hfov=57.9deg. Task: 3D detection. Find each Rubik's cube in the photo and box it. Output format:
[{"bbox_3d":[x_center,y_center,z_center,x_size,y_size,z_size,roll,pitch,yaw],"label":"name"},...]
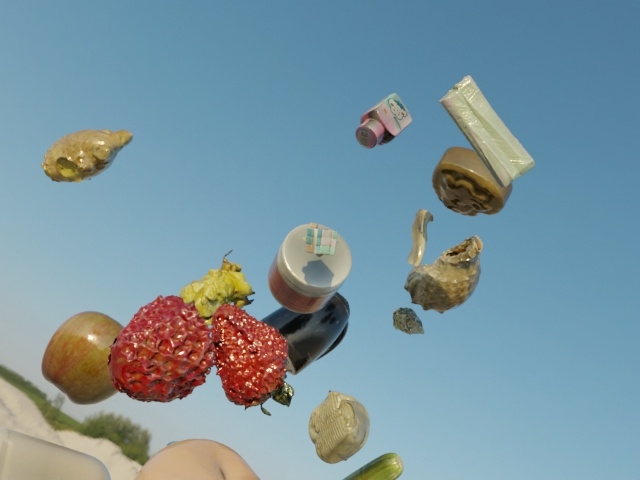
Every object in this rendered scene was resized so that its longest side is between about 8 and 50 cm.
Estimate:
[{"bbox_3d":[-0.002,0.002,1.413,0.084,0.075,0.073,25,-9,-36],"label":"Rubik's cube"}]

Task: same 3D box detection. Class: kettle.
[{"bbox_3d":[-0.026,0.296,1.914,0.207,0.290,0.269,35,-30,42],"label":"kettle"}]

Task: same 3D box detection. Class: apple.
[{"bbox_3d":[-0.650,0.334,1.639,0.256,0.234,0.257,29,-32,21],"label":"apple"}]

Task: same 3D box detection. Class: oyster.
[{"bbox_3d":[0.268,0.249,1.768,0.037,0.100,0.098,-20,-97,60],"label":"oyster"}]

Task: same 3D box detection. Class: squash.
[{"bbox_3d":[0.090,0.551,1.302,0.229,0.066,0.066,-39,-66,17],"label":"squash"}]

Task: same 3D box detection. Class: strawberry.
[{"bbox_3d":[-0.348,0.222,1.154,0.233,0.234,0.178,18,7,27],"label":"strawberry"},{"bbox_3d":[-0.173,0.268,1.317,0.286,0.188,0.106,50,5,18],"label":"strawberry"}]

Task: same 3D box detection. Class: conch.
[{"bbox_3d":[0.369,0.109,1.633,0.291,0.210,0.159,-36,-100,43],"label":"conch"}]

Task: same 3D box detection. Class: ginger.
[{"bbox_3d":[-0.520,-0.187,1.259,0.216,0.157,0.102,-13,-55,20],"label":"ginger"}]

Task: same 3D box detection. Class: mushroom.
[{"bbox_3d":[0.327,-0.004,1.910,0.054,0.202,0.059,26,-23,-33],"label":"mushroom"}]

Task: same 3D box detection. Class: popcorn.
[{"bbox_3d":[-0.277,0.138,1.533,0.174,0.195,0.168,56,-12,20],"label":"popcorn"}]

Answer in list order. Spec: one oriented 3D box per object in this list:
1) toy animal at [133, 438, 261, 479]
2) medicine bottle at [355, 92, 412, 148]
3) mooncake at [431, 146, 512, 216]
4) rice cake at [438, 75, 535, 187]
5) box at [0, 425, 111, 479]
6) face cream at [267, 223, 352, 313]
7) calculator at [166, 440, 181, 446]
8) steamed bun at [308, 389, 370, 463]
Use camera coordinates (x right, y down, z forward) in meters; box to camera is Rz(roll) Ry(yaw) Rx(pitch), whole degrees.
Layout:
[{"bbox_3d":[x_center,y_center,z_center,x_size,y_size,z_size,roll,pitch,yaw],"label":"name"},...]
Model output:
[{"bbox_3d":[-0.198,0.416,0.720,0.269,0.327,0.237,-15,-37,41],"label":"toy animal"},{"bbox_3d":[0.193,-0.367,1.823,0.094,0.188,0.119,-18,-69,51],"label":"medicine bottle"},{"bbox_3d":[0.431,-0.167,1.703,0.234,0.117,0.235,31,-19,12],"label":"mooncake"},{"bbox_3d":[0.319,-0.211,1.127,0.222,0.080,0.042,55,-1,3],"label":"rice cake"},{"bbox_3d":[-0.580,0.521,1.146,0.349,0.141,0.289,34,14,-31],"label":"box"},{"bbox_3d":[-0.034,0.082,1.618,0.201,0.201,0.187,32,-34,0],"label":"face cream"},{"bbox_3d":[-0.232,0.435,0.985,0.210,0.039,0.121,-144,-128,-62],"label":"calculator"},{"bbox_3d":[0.073,0.586,1.813,0.144,0.211,0.218,22,-64,-27],"label":"steamed bun"}]
